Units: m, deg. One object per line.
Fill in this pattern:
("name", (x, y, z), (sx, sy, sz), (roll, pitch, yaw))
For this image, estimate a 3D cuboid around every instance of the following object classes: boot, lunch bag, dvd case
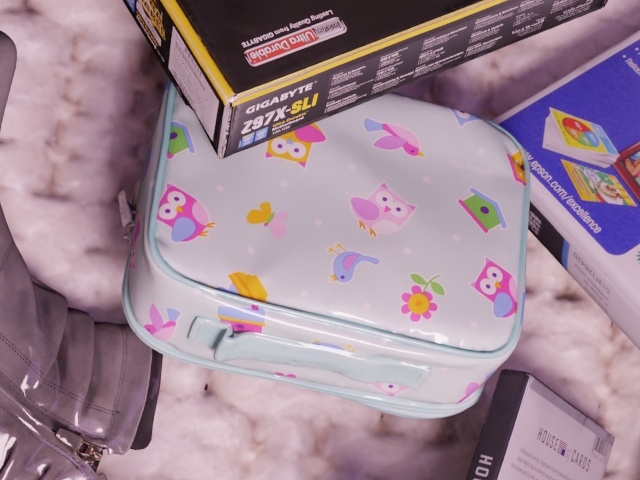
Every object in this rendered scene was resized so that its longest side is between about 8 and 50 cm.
("boot", (-0.206, 0.036, 1.308), (0.223, 0.118, 0.338), (19, 87, -20))
("lunch bag", (0.000, 0.000, 1.319), (0.279, 0.108, 0.224), (14, 57, -11))
("dvd case", (0.133, 0.226, 1.350), (0.029, 0.179, 0.238), (12, 77, 31))

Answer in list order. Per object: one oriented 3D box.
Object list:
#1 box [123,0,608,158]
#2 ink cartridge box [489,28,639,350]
("box", (0.011, -0.226, 1.336), (0.322, 0.079, 0.257), (-22, 65, -21))
("ink cartridge box", (0.322, -0.041, 1.398), (0.307, 0.072, 0.303), (-30, 59, -17))
